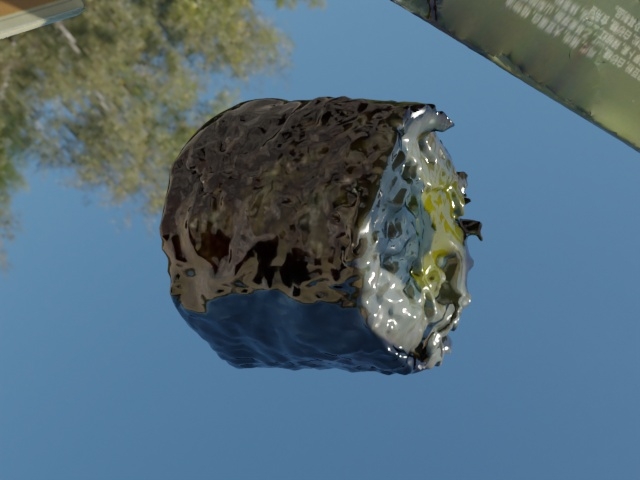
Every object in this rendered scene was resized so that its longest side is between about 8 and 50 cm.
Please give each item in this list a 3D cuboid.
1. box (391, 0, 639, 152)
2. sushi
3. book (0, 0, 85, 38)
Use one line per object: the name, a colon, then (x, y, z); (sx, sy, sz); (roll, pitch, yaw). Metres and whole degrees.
box: (0.135, -0.250, 0.906); (0.138, 0.420, 0.373); (-56, -142, 17)
sushi: (0.001, 0.000, 1.184); (0.294, 0.281, 0.299); (2, -99, 29)
book: (-0.265, -0.235, 0.667); (0.170, 0.241, 0.018); (-29, -170, -36)
